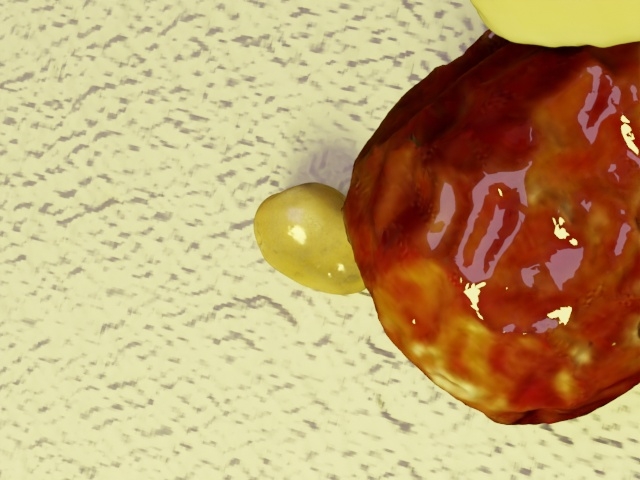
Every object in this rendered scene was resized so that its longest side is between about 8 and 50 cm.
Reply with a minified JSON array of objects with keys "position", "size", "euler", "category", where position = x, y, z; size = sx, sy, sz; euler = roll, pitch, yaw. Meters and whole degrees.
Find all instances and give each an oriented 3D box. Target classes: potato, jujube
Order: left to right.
[{"position":[0.000,0.000,1.138],"size":[0.083,0.068,0.062],"euler":[43,64,9],"category":"potato"},{"position":[0.162,-0.061,0.995],"size":[0.342,0.216,0.216],"euler":[-47,67,-2],"category":"jujube"}]

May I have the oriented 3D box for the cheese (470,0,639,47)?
[{"position":[0.261,-0.212,0.832],"size":[0.384,0.104,0.384],"euler":[-25,34,18],"category":"cheese"}]
